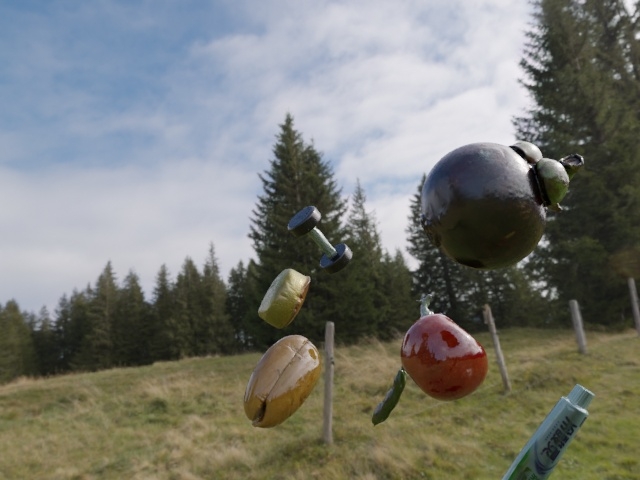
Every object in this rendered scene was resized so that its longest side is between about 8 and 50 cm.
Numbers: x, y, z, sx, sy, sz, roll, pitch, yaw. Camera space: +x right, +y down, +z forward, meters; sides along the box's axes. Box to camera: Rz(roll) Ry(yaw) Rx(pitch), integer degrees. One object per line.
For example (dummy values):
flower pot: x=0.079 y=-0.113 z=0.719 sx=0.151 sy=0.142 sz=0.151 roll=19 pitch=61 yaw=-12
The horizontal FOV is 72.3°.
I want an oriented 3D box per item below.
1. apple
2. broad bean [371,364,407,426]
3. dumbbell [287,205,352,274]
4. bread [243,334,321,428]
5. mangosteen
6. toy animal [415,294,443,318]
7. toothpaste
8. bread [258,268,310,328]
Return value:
apple: x=0.374 y=0.357 z=1.334 sx=0.216 sy=0.260 sz=0.260 roll=-51 pitch=-21 yaw=5
broad bean: x=0.235 y=0.535 z=1.475 sx=0.047 sy=0.254 sz=0.065 roll=17 pitch=18 yaw=-24
dumbbell: x=0.000 y=0.000 z=1.253 sx=0.100 sy=0.100 sz=0.191 roll=-17 pitch=-59 yaw=44
bread: x=-0.068 y=0.255 z=0.813 sx=0.114 sy=0.189 sz=0.077 roll=35 pitch=-37 yaw=4
mangosteen: x=0.416 y=-0.092 z=1.038 sx=0.360 sy=0.306 sz=0.306 roll=-22 pitch=-14 yaw=4
toy animal: x=0.404 y=0.309 z=1.577 sx=0.074 sy=0.216 sz=0.176 roll=-17 pitch=-3 yaw=0
toothpaste: x=0.400 y=0.393 z=0.798 sx=0.075 sy=0.296 sz=0.048 roll=32 pitch=6 yaw=16
bread: x=-0.151 y=0.251 z=1.882 sx=0.148 sy=0.269 sz=0.270 roll=32 pitch=-22 yaw=-12
